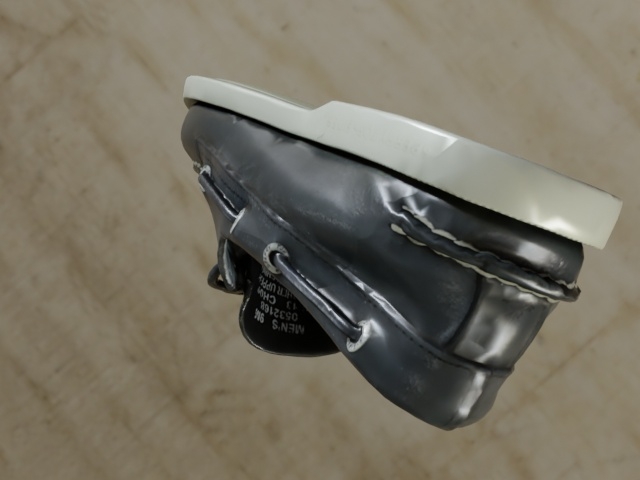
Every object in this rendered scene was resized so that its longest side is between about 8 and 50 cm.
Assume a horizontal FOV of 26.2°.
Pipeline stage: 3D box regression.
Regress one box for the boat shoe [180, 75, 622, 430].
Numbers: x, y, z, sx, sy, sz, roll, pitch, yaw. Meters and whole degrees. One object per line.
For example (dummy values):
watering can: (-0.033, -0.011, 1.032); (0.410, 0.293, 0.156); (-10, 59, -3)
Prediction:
boat shoe: (0.004, 0.001, 0.602); (0.127, 0.113, 0.340); (18, -178, -27)
